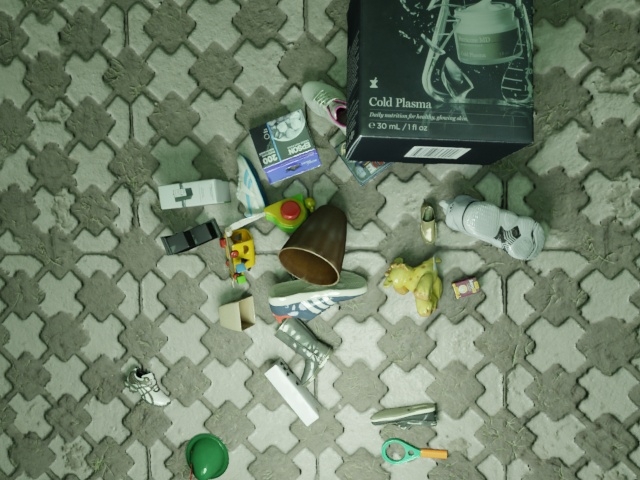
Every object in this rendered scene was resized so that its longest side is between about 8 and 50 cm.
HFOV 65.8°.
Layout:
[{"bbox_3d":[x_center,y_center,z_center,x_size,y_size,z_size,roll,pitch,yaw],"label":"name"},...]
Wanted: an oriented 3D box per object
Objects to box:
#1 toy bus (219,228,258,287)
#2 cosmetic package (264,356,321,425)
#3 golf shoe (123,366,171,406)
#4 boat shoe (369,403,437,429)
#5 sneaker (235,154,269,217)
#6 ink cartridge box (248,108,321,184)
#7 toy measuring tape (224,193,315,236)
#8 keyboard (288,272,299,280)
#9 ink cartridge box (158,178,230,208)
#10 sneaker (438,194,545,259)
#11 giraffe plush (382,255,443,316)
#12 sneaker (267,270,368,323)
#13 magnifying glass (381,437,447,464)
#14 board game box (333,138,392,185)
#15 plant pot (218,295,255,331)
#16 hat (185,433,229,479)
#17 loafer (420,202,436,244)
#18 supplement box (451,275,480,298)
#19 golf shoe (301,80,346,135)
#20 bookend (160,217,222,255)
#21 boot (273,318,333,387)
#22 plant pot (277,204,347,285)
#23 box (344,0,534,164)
[{"bbox_3d":[-0.279,0.058,1.766,0.105,0.202,0.190,-16,84,-21],"label":"toy bus"},{"bbox_3d":[-0.095,0.541,1.781,0.060,0.099,0.239,-40,89,9],"label":"cosmetic package"},{"bbox_3d":[-0.646,0.554,1.873,0.198,0.077,0.093,28,97,4],"label":"golf shoe"},{"bbox_3d":[0.292,0.631,1.739,0.233,0.084,0.079,-9,92,6],"label":"boat shoe"},{"bbox_3d":[-0.260,-0.193,1.757,0.092,0.087,0.228,-19,89,10],"label":"sneaker"},{"bbox_3d":[-0.126,-0.329,1.749,0.207,0.045,0.208,-20,92,9],"label":"ink cartridge box"},{"bbox_3d":[-0.160,-0.059,1.709,0.330,0.121,0.121,-25,90,-12],"label":"toy measuring tape"},{"bbox_3d":[-0.023,0.099,1.777,0.180,0.023,0.108,-36,89,10],"label":"keyboard"},{"bbox_3d":[-0.443,-0.164,1.753,0.209,0.153,0.086,-5,95,10],"label":"ink cartridge box"},{"bbox_3d":[0.561,-0.054,1.629,0.366,0.210,0.137,20,99,-28],"label":"sneaker"},{"bbox_3d":[0.307,0.138,1.674,0.171,0.181,0.210,5,106,29],"label":"giraffe plush"},{"bbox_3d":[-0.005,0.210,1.740,0.351,0.131,0.148,-7,120,-3],"label":"sneaker"},{"bbox_3d":[0.334,0.760,1.773,0.231,0.026,0.092,0,94,7],"label":"magnifying glass"},{"bbox_3d":[0.192,-0.323,1.703,0.243,0.042,0.165,-36,89,9],"label":"board game box"},{"bbox_3d":[-0.307,0.266,1.793,0.096,0.109,0.109,-5,93,21],"label":"plant pot"},{"bbox_3d":[-0.443,0.846,1.810,0.173,0.183,0.208,-13,92,9],"label":"hat"},{"bbox_3d":[0.367,-0.057,1.694,0.056,0.050,0.147,-8,93,9],"label":"loafer"},{"bbox_3d":[0.497,0.160,1.695,0.083,0.043,0.054,-19,90,9],"label":"supplement box"},{"bbox_3d":[0.046,-0.451,1.650,0.306,0.140,0.115,40,97,18],"label":"golf shoe"},{"bbox_3d":[-0.457,-0.014,1.763,0.156,0.157,0.072,-23,91,10],"label":"bookend"},{"bbox_3d":[-0.082,0.396,1.781,0.209,0.076,0.189,35,84,-2],"label":"boot"},{"bbox_3d":[0.000,0.000,1.665,0.216,0.215,0.230,21,59,6],"label":"plant pot"},{"bbox_3d":[0.324,-0.482,1.433,0.481,0.297,0.471,1,86,-5],"label":"box"}]
